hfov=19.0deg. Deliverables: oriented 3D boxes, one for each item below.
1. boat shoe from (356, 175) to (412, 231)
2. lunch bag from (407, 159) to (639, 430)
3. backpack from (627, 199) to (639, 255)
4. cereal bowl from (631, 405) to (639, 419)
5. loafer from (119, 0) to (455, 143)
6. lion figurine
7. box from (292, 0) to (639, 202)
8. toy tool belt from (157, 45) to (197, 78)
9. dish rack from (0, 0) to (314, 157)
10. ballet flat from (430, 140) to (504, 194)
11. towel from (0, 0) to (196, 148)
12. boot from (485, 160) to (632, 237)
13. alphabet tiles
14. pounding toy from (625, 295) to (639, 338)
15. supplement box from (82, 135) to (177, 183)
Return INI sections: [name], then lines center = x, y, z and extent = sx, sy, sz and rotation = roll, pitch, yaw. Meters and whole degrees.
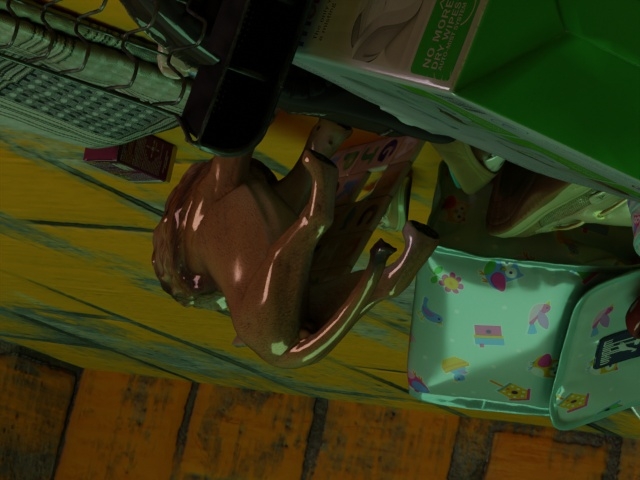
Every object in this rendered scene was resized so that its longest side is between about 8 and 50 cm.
[boat shoe]
center = 0.066, -0.039, 1.994
extent = 0.048, 0.056, 0.153
rotation = 8, 176, -4
[lunch bag]
center = 0.225, 0.060, 1.866
extent = 0.262, 0.160, 0.223
rotation = 11, 133, 7
[backpack]
center = 0.324, -0.037, 1.482
extent = 0.182, 0.115, 0.152
rotation = -24, 145, 29
[cereal bowl]
center = 0.473, 0.118, 1.952
extent = 0.339, 0.141, 0.339
rotation = 27, 146, 20
[loafer]
center = -0.032, -0.147, 1.371
extent = 0.130, 0.134, 0.366
rotation = 2, 165, 40
[lion figurine]
center = -0.046, 0.014, 1.679
extent = 0.142, 0.240, 0.392
rotation = 26, -165, -22
[box]
center = 0.135, -0.115, 1.202
extent = 0.262, 0.127, 0.231
rotation = 21, -179, -32
[toy tool belt]
center = -0.096, -0.158, 1.624
extent = 0.083, 0.052, 0.051
rotation = 15, -160, 3
[dish rack]
center = -0.136, -0.186, 1.146
extent = 0.271, 0.208, 0.074
rotation = 18, -178, -22
[ballet flat]
center = 0.129, -0.094, 1.618
extent = 0.073, 0.080, 0.232
rotation = -8, 164, 17
[towel]
center = -0.280, -0.155, 1.784
extent = 0.324, 0.056, 0.312
rotation = 19, 167, -29
[boot]
center = 0.274, -0.038, 1.684
extent = 0.203, 0.095, 0.262
rotation = 14, 161, -15
[alphabet tiles]
center = 0.000, 0.000, 1.814
extent = 0.009, 0.237, 0.198
rotation = 38, 159, -20
[pounding toy]
center = 0.365, 0.054, 1.738
extent = 0.183, 0.237, 0.110
rotation = -15, -127, -41
[supplement box]
center = -0.203, -0.092, 2.037
extent = 0.055, 0.043, 0.083
rotation = 2, 166, 41
